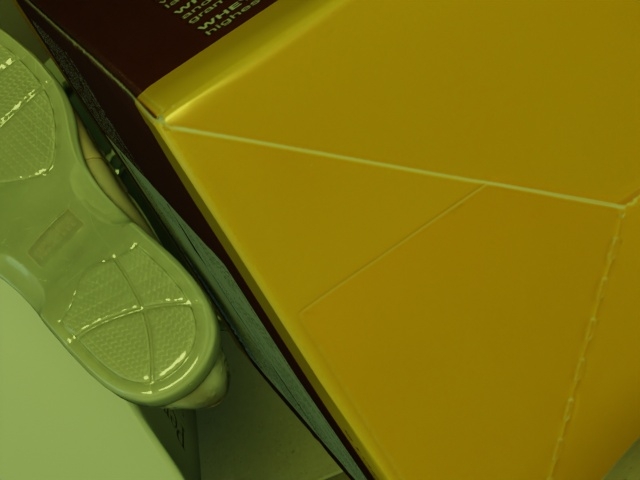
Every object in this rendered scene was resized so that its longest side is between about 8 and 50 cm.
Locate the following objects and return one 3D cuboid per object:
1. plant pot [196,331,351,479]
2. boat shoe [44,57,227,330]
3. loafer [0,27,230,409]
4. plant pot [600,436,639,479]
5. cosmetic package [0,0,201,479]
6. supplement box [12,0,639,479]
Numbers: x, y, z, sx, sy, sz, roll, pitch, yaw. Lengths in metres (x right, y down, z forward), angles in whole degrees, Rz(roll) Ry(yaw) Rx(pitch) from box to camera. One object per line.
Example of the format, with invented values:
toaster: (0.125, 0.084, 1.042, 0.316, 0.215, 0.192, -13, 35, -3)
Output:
plant pot: (0.000, 0.000, 1.031, 0.256, 0.256, 0.274, 79, 171, -75)
boat shoe: (0.036, -0.015, 0.643, 0.099, 0.116, 0.319, 30, -161, 36)
loafer: (-0.066, -0.004, 0.502, 0.125, 0.045, 0.039, 51, 179, 23)
plant pot: (0.182, 0.128, 0.273, 0.191, 0.284, 0.284, -25, 103, 48)
cosmetic package: (-0.160, -0.106, 0.670, 0.284, 0.097, 0.377, -97, -16, -49)
supplement box: (0.052, -0.048, 0.456, 0.129, 0.191, 0.194, 58, 173, -22)
